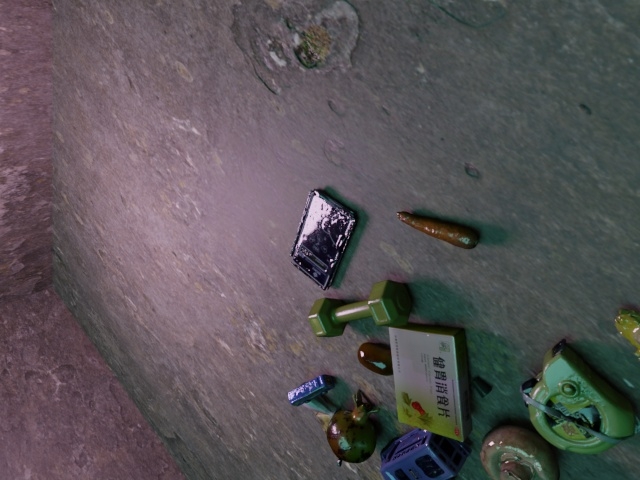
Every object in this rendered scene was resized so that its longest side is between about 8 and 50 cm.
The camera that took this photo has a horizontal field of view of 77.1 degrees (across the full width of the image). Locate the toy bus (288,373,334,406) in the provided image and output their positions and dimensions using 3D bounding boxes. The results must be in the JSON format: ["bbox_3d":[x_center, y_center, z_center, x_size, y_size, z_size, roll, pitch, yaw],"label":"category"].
[{"bbox_3d":[-0.031,0.484,1.297,0.153,0.061,0.051,-33,54,15],"label":"toy bus"}]

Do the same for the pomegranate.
[{"bbox_3d":[0.101,0.569,1.209,0.156,0.156,0.220,28,122,28],"label":"pomegranate"}]

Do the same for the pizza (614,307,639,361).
[{"bbox_3d":[0.629,0.224,0.668,0.288,0.075,0.279,35,127,23],"label":"pizza"}]

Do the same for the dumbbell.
[{"bbox_3d":[0.098,0.187,1.069,0.302,0.108,0.121,-22,92,43],"label":"dumbbell"}]

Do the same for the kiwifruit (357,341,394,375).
[{"bbox_3d":[0.157,0.326,1.108,0.125,0.075,0.075,21,121,36],"label":"kiwifruit"}]

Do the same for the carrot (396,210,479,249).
[{"bbox_3d":[0.256,-0.029,0.891,0.191,0.047,0.047,25,123,34],"label":"carrot"}]

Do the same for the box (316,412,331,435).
[{"bbox_3d":[0.045,0.658,1.380,0.073,0.020,0.149,-30,89,43],"label":"box"}]

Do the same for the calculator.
[{"bbox_3d":[0.000,0.000,1.124,0.166,0.028,0.274,36,128,23],"label":"calculator"}]

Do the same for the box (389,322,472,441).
[{"bbox_3d":[0.270,0.340,0.995,0.175,0.062,0.260,-2,96,42],"label":"box"}]

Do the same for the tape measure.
[{"bbox_3d":[0.504,0.325,0.798,0.200,0.106,0.175,43,116,15],"label":"tape measure"}]

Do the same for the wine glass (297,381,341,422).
[{"bbox_3d":[-0.013,0.545,1.342,0.155,0.073,0.073,26,124,29],"label":"wine glass"}]

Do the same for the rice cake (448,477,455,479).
[{"bbox_3d":[0.283,0.778,1.199,0.056,0.073,0.364,41,130,21],"label":"rice cake"}]

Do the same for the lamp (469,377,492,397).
[{"bbox_3d":[0.360,0.376,0.988,0.054,0.041,0.121,49,129,23],"label":"lamp"}]

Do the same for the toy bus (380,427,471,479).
[{"bbox_3d":[0.262,0.604,1.097,0.125,0.133,0.292,46,131,14],"label":"toy bus"}]

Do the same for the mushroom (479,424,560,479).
[{"bbox_3d":[0.444,0.503,0.909,0.166,0.127,0.166,17,116,41],"label":"mushroom"}]
